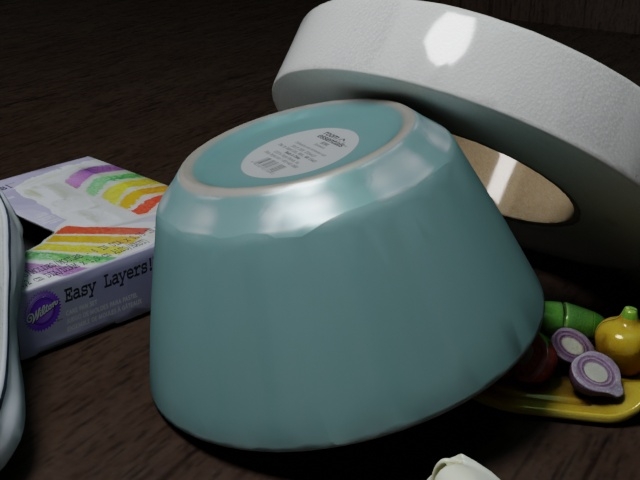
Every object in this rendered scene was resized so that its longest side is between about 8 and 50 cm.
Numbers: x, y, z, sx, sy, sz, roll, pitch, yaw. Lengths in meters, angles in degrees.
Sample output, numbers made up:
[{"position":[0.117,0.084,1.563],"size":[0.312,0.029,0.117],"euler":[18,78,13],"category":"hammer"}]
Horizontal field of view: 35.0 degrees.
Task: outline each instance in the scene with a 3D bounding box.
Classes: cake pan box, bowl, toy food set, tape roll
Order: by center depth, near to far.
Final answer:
[{"position":[0.000,0.000,0.759],"size":[0.311,0.163,0.311],"euler":[-12,24,6],"category":"bowl"},{"position":[0.169,0.077,0.797],"size":[0.217,0.071,0.128],"euler":[4,22,6],"category":"toy food set"},{"position":[0.146,-0.084,0.905],"size":[0.392,0.072,0.392],"euler":[23,-10,4],"category":"tape roll"},{"position":[-0.247,0.005,0.947],"size":[0.245,0.070,0.267],"euler":[19,29,39],"category":"cake pan box"}]

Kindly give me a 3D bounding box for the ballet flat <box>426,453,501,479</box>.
[{"position":[0.046,0.171,0.527],"size":[0.280,0.096,0.095],"euler":[-6,23,-20],"category":"ballet flat"}]

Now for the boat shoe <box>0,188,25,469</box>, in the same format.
[{"position":[-0.303,0.005,0.721],"size":[0.135,0.156,0.367],"euler":[-21,40,-3],"category":"boat shoe"}]
